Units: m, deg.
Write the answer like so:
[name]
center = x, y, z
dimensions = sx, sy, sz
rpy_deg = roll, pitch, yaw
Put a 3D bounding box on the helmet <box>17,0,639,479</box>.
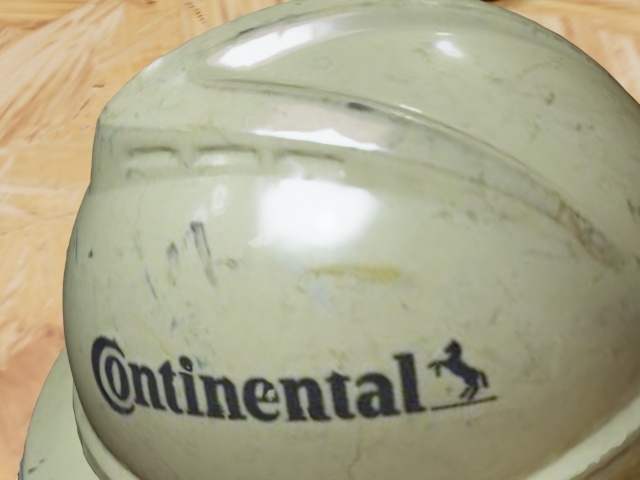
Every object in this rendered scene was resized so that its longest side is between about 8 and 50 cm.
[helmet]
center = -0.005, -0.001, 0.575
dimensions = 0.257, 0.137, 0.204
rpy_deg = -13, 42, 18
